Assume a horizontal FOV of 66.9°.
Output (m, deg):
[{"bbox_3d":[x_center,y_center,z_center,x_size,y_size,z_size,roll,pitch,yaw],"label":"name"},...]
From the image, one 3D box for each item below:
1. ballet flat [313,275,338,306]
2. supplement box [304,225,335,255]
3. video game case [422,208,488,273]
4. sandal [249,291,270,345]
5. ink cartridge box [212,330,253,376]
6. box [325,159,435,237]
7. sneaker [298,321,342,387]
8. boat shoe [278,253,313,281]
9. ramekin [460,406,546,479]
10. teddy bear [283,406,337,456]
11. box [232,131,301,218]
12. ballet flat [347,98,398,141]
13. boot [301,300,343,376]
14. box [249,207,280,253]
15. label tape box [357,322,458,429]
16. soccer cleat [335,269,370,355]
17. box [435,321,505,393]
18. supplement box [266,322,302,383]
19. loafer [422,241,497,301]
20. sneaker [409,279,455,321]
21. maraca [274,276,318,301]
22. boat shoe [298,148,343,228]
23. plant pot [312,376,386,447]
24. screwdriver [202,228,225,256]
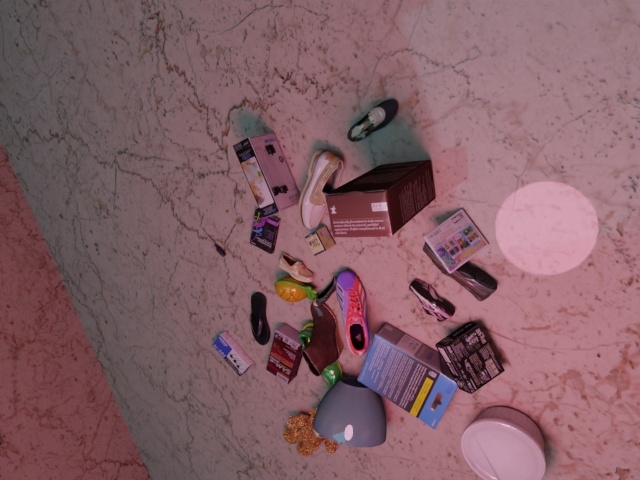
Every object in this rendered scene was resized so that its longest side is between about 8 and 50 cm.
[{"bbox_3d":[0.024,0.195,1.892,0.049,0.057,0.173,32,118,-22],"label":"ballet flat"},{"bbox_3d":[0.000,0.000,1.822,0.056,0.083,0.083,-27,92,37],"label":"supplement box"},{"bbox_3d":[0.426,0.002,1.526,0.157,0.019,0.143,-35,87,-7],"label":"video game case"},{"bbox_3d":[-0.282,0.354,2.160,0.097,0.054,0.254,7,112,31],"label":"sandal"},{"bbox_3d":[-0.422,0.545,2.330,0.207,0.046,0.097,46,125,10],"label":"ink cartridge box"},{"bbox_3d":[0.195,-0.132,1.458,0.191,0.381,0.143,0,108,33],"label":"box"},{"bbox_3d":[-0.013,0.486,1.994,0.109,0.123,0.295,-26,94,37],"label":"sneaker"},{"bbox_3d":[-0.098,0.108,1.941,0.170,0.063,0.059,28,127,22],"label":"boat shoe"},{"bbox_3d":[0.630,0.696,1.656,0.273,0.127,0.272,12,114,28],"label":"ramekin"},{"bbox_3d":[-0.044,0.870,2.171,0.338,0.113,0.245,-28,94,37],"label":"teddy bear"},{"bbox_3d":[-0.191,-0.245,1.803,0.087,0.169,0.289,-18,96,34],"label":"box"},{"bbox_3d":[0.163,-0.384,1.578,0.203,0.074,0.074,-31,90,37],"label":"ballet flat"},{"bbox_3d":[-0.008,0.378,1.896,0.090,0.207,0.248,-25,94,37],"label":"boot"},{"bbox_3d":[-0.229,-0.037,1.991,0.116,0.029,0.162,26,121,23],"label":"box"},{"bbox_3d":[0.329,0.495,1.786,0.334,0.106,0.240,28,121,21],"label":"label tape box"},{"bbox_3d":[0.123,0.261,1.773,0.109,0.116,0.318,-8,80,-1],"label":"soccer cleat"},{"bbox_3d":[0.494,0.387,1.605,0.180,0.147,0.077,60,168,-1],"label":"box"},{"bbox_3d":[-0.149,0.495,2.118,0.130,0.073,0.239,27,122,21],"label":"supplement box"},{"bbox_3d":[0.438,0.103,1.577,0.267,0.096,0.084,36,131,14],"label":"loafer"},{"bbox_3d":[0.371,0.217,1.678,0.178,0.072,0.077,45,136,18],"label":"sneaker"},{"bbox_3d":[-0.099,0.201,1.956,0.186,0.099,0.127,10,152,14],"label":"maraca"},{"bbox_3d":[0.002,-0.170,1.738,0.103,0.113,0.302,27,120,28],"label":"boat shoe"},{"bbox_3d":[0.127,0.651,1.896,0.290,0.290,0.195,9,90,30],"label":"plant pot"},{"bbox_3d":[-0.485,0.009,2.178,0.170,0.025,0.024,45,126,10],"label":"screwdriver"}]
